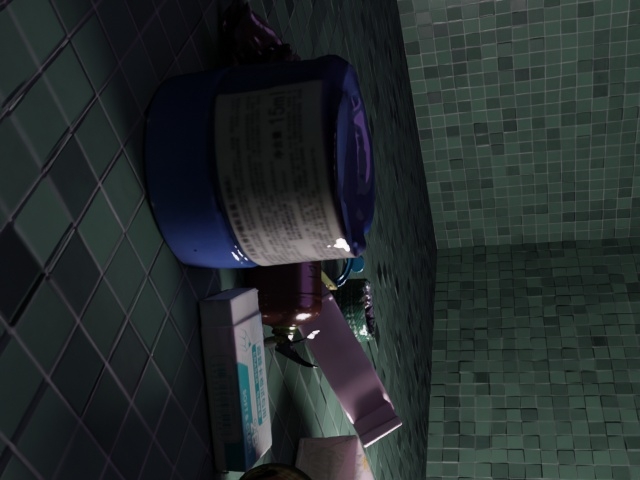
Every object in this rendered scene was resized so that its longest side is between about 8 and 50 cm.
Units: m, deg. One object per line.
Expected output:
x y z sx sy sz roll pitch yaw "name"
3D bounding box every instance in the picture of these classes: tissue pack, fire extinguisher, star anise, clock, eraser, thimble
0.029 0.478 1.224 0.185 0.124 0.225 -82 161 -46 "tissue pack"
-0.049 0.016 1.041 0.114 0.135 0.337 7 78 -38 "fire extinguisher"
-0.065 -0.234 1.026 0.236 0.109 0.223 45 2 -28 "star anise"
0.034 0.208 1.260 0.275 0.080 0.290 61 -5 2 "clock"
-0.110 0.180 0.926 0.095 0.052 0.225 -20 105 -72 "eraser"
0.065 0.149 1.499 0.118 0.090 0.135 0 85 -75 "thimble"

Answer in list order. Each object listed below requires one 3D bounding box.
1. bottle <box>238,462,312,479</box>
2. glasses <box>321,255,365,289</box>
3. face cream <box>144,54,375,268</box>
-0.083 0.347 0.811 0.271 0.143 0.156 13 83 -73 "bottle"
-0.029 -0.003 1.264 0.207 0.102 0.239 -23 112 -45 "glasses"
-0.058 -0.091 0.862 0.249 0.225 0.249 -2 90 -75 "face cream"
